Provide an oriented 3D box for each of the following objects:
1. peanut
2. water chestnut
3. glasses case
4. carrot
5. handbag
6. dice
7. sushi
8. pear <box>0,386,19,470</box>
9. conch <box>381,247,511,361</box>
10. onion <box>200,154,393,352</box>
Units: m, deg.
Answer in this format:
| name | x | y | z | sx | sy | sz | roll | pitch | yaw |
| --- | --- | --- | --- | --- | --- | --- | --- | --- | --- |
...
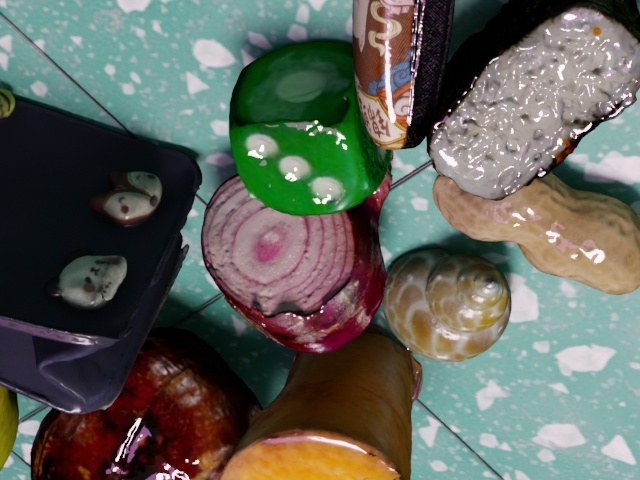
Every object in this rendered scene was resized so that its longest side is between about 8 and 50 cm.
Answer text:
| name | x | y | z | sx | sy | sz | roll | pitch | yaw |
| --- | --- | --- | --- | --- | --- | --- | --- | --- | --- |
| peanut | 0.216 | -0.017 | 1.631 | 0.227 | 0.086 | 0.104 | 25 | 142 | -3 |
| water chestnut | -0.183 | 0.220 | 1.853 | 0.289 | 0.244 | 0.289 | -7 | 157 | -3 |
| glasses case | 0.072 | -0.232 | 1.430 | 0.082 | 0.122 | 0.321 | -2 | 116 | -11 |
| carrot | 0.013 | 0.192 | 1.746 | 0.196 | 0.254 | 0.196 | 5 | 123 | 8 |
| handbag | -0.302 | -0.012 | 1.643 | 0.329 | 0.303 | 0.122 | 22 | 131 | -1 |
| dice | -0.007 | -0.105 | 1.593 | 0.128 | 0.131 | 0.120 | -4 | 130 | 18 |
| sushi | 0.186 | -0.145 | 1.499 | 0.124 | 0.127 | 0.225 | 36 | 120 | -19 |
| pear | -0.454 | 0.206 | 1.850 | 0.318 | 0.239 | 0.342 | -37 | 154 | 28 |
| conch | 0.130 | 0.069 | 1.720 | 0.173 | 0.106 | 0.116 | 1 | 112 | 34 |
| onion | 0.000 | 0.000 | 1.681 | 0.195 | 0.218 | 0.140 | 41 | 175 | 34 |
